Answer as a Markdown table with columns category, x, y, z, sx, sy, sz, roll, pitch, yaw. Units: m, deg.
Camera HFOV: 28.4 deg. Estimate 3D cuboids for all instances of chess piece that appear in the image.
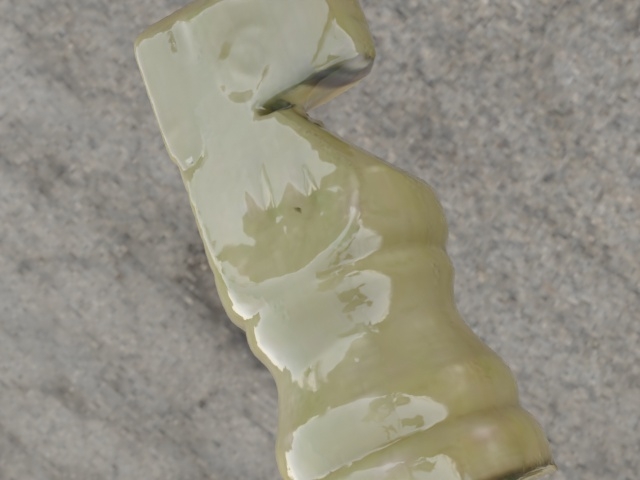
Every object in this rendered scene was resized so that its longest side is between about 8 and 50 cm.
| category | x | y | z | sx | sy | sz | roll | pitch | yaw |
| --- | --- | --- | --- | --- | --- | --- | --- | --- | --- |
| chess piece | 0.000 | 0.000 | 0.427 | 0.090 | 0.090 | 0.200 | -41 | 66 | 50 |
